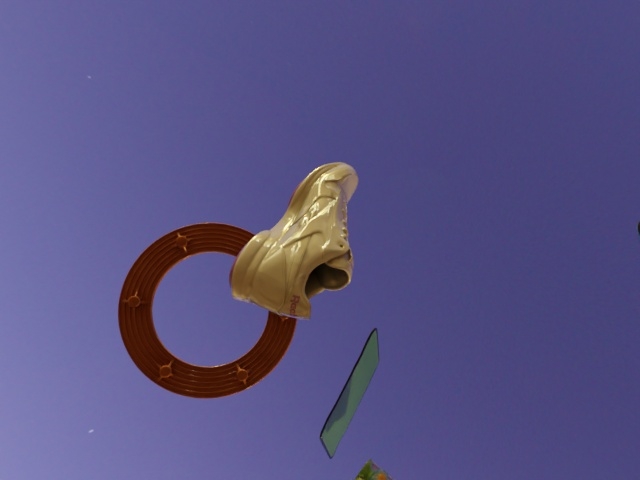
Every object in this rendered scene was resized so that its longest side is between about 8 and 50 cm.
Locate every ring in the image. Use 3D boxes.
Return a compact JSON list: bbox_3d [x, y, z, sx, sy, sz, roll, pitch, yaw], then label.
[{"bbox_3d":[-0.206,0.129,0.927,0.337,0.032,0.336,2,-99,-13],"label":"ring"}]

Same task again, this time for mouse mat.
[{"bbox_3d":[0.051,0.245,0.776,0.007,0.152,0.189,21,-120,22],"label":"mouse mat"}]

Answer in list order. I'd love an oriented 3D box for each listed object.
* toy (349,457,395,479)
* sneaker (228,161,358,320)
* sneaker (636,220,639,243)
[{"bbox_3d":[0.155,0.381,0.665,0.237,0.137,0.056,28,-86,24],"label":"toy"},{"bbox_3d":[0.000,0.000,0.737,0.152,0.114,0.305,23,-127,17],"label":"sneaker"},{"bbox_3d":[0.444,0.031,0.577,0.082,0.209,0.069,43,-71,-12],"label":"sneaker"}]
